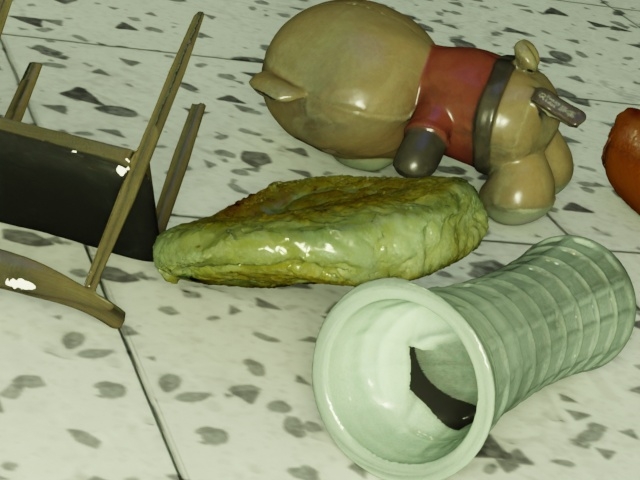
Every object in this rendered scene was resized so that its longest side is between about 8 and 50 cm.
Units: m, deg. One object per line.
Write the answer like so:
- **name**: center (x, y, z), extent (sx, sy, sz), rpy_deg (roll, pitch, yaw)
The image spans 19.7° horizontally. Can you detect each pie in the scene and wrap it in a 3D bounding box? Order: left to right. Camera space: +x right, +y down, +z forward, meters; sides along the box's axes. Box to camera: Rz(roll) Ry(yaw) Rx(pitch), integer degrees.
- **pie**: center (0.000, 0.000, 1.451), extent (0.277, 0.078, 0.277), rpy_deg (-9, 9, 1)

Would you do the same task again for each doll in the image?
- **doll**: center (0.099, -0.139, 1.827), extent (0.330, 0.174, 0.235), rpy_deg (18, 28, 10)

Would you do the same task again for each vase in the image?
- **vase**: center (0.128, 0.073, 1.365), extent (0.143, 0.143, 0.299), rpy_deg (23, 20, 26)

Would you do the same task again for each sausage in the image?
- **sausage**: center (0.385, -0.036, 1.829), extent (0.102, 0.102, 0.330), rpy_deg (0, 25, -29)

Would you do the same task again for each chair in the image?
- **chair**: center (-0.209, -0.050, 1.471), extent (0.188, 0.166, 0.272), rpy_deg (15, 64, 5)
